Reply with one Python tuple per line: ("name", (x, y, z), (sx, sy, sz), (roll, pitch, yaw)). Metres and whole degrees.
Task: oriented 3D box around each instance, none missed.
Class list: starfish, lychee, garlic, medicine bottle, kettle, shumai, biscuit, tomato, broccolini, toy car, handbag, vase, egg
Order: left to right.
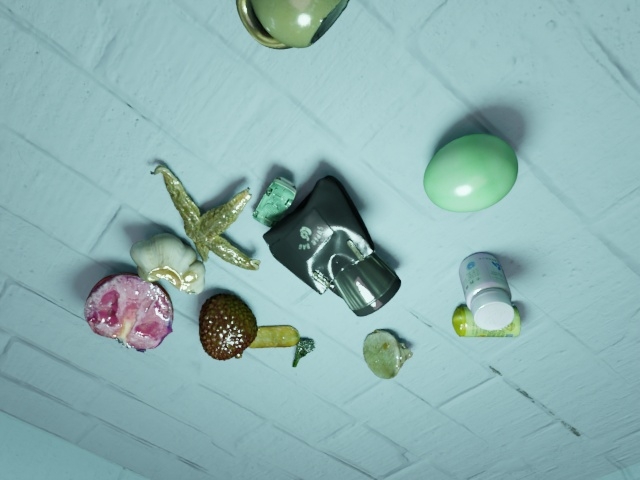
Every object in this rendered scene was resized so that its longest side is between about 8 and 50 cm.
("tomato", (-0.718, 0.250, 1.823), (0.335, 0.176, 0.289), (26, 103, -17))
("garlic", (-0.539, 0.071, 1.680), (0.281, 0.203, 0.184), (17, 91, -24))
("starfish", (-0.367, -0.063, 1.600), (0.324, 0.082, 0.432), (3, 125, 19))
("lychee", (-0.362, 0.336, 1.817), (0.236, 0.236, 0.271), (-11, 103, 13))
("biscuit", (-0.208, 0.405, 1.965), (0.247, 0.029, 0.118), (-3, 118, 8))
("toy car", (-0.152, -0.128, 1.556), (0.090, 0.076, 0.224), (28, 142, -11))
("vase", (-0.106, -0.614, 1.147), (0.302, 0.241, 0.329), (42, 146, -8))
("broccolini", (-0.092, 0.479, 1.996), (0.068, 0.091, 0.202), (57, 137, 19))
("handbag", (0.000, 0.000, 1.514), (0.342, 0.152, 0.288), (-43, 83, 23))
("kettle", (0.117, 0.099, 1.646), (0.207, 0.251, 0.271), (-40, 101, -9))
("shumai", (0.277, 0.456, 1.907), (0.120, 0.201, 0.201), (0, 139, -47))
("egg", (0.435, -0.193, 1.367), (0.270, 0.220, 0.220), (-20, 121, 32))
("medicine bottle", (0.619, 0.305, 1.762), (0.239, 0.124, 0.124), (-1, 125, 8))
("medicine bottle", (0.562, 0.170, 1.587), (0.152, 0.254, 0.152), (3, 124, 4))
